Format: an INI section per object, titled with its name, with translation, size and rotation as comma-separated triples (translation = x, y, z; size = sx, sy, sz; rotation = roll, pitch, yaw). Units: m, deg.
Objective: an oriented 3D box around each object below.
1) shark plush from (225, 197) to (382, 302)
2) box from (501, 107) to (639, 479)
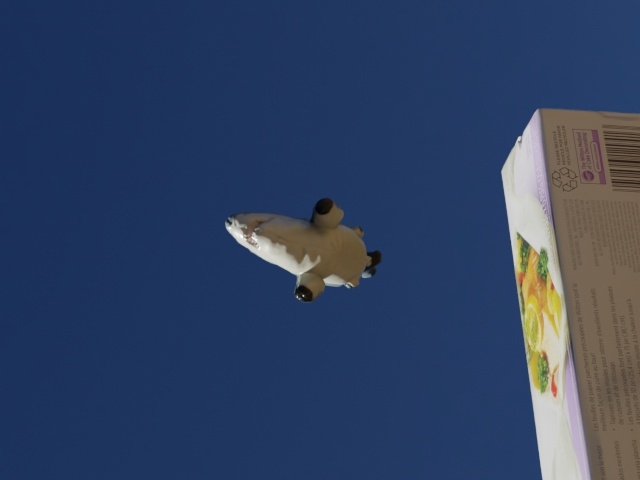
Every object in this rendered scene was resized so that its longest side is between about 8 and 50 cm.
[shark plush]
translation = 0.000, 0.000, 1.286
size = 0.161, 0.067, 0.073
rotation = -4, -77, -59
[box]
translation = 0.137, 0.090, 0.813
size = 0.063, 0.067, 0.324
rotation = 112, 156, -59
